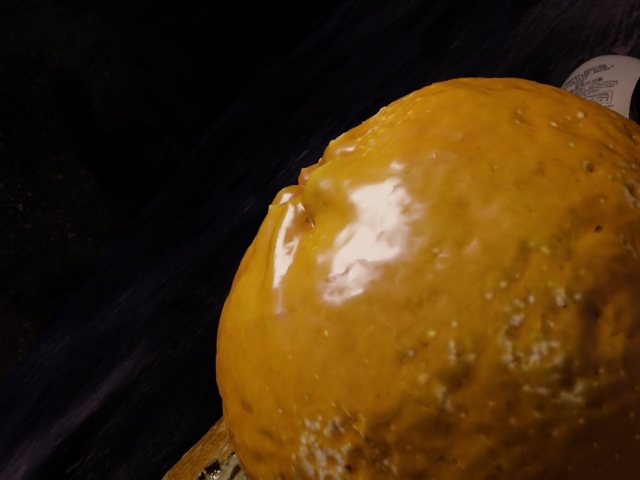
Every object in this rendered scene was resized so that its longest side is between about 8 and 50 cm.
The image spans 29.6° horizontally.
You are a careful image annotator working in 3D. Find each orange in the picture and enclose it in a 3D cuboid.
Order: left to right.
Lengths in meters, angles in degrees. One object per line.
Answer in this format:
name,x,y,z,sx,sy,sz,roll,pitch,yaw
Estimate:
orange,0.090,0.056,0.754,0.340,0.293,0.340,-42,13,12

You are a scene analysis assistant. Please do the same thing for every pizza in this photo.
pizza,-0.055,0.200,1.160,0.323,0.089,0.223,-44,9,11

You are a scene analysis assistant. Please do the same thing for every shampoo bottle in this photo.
shampoo bottle,0.264,-0.111,1.157,0.127,0.078,0.257,-30,22,33

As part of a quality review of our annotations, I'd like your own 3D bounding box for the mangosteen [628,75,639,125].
mangosteen,0.302,-0.087,0.942,0.137,0.137,0.151,-52,-18,-25
